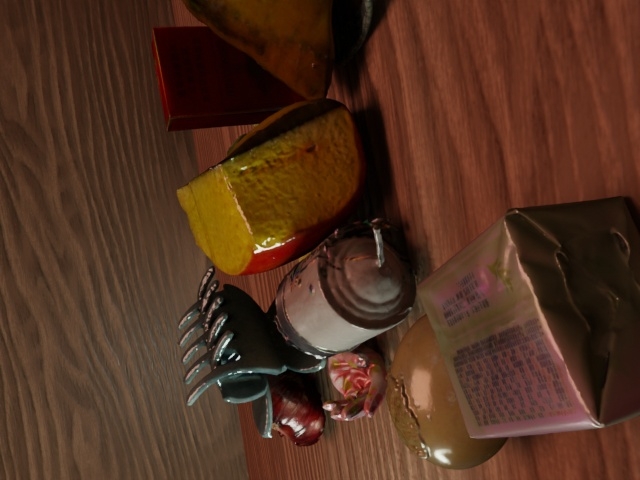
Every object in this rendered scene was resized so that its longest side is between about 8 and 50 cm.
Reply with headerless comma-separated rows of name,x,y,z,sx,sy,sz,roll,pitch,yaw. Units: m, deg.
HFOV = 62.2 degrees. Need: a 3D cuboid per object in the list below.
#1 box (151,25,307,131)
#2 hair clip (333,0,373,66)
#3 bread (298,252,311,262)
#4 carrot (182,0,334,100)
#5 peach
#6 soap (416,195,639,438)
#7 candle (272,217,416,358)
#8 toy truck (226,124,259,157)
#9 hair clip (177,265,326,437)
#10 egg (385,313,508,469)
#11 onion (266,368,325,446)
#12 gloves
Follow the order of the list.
box,-0.187,-0.353,1.144,0.089,0.314,0.197,150,109,-69
hair clip,0.058,-0.356,0.880,0.229,0.036,0.065,155,110,-77
bread,0.000,0.000,1.132,0.102,0.095,0.245,-61,43,46
carrot,-0.076,-0.429,0.925,0.241,0.341,0.241,-52,16,22
peach,-0.068,-0.092,0.976,0.380,0.306,0.242,-22,100,56
soap,0.214,0.082,0.510,0.199,0.139,0.181,122,136,-62
candle,0.053,0.072,0.864,0.330,0.188,0.187,-44,57,57
toy truck,-0.163,-0.237,1.412,0.210,0.148,0.187,-67,27,13
hair clip,-0.177,0.238,1.221,0.392,0.239,0.318,-53,32,18
egg,0.163,0.184,0.664,0.164,0.165,0.201,-160,67,-68
onion,-0.074,0.425,1.441,0.272,0.195,0.272,45,169,12
gloves,0.073,0.266,1.016,0.145,0.126,0.241,-65,24,9
